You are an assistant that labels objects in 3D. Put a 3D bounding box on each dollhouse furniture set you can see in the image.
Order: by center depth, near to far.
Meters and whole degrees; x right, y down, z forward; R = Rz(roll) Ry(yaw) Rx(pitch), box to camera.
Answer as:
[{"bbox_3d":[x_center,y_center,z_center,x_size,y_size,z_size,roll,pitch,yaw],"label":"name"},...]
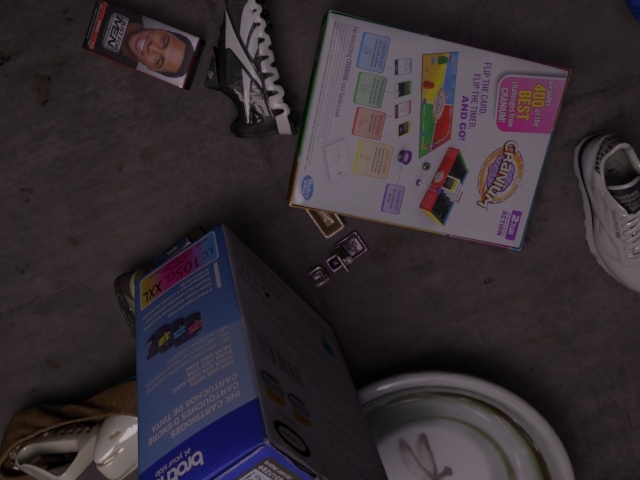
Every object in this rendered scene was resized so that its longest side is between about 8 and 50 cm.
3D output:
[{"bbox_3d":[0.000,0.000,0.836,0.091,0.081,0.114,-34,98,7],"label":"dollhouse furniture set"}]

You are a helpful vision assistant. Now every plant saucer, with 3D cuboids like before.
[{"bbox_3d":[0.154,0.363,0.891,0.399,0.100,0.401,0,100,1],"label":"plant saucer"}]

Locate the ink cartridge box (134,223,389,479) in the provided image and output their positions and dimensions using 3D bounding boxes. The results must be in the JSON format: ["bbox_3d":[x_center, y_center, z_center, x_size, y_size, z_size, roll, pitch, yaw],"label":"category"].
[{"bbox_3d":[-0.060,0.202,0.679,0.151,0.396,0.270,-36,127,8],"label":"ink cartridge box"}]

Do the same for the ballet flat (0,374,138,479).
[{"bbox_3d":[-0.304,0.268,0.835,0.342,0.124,0.116,-14,122,17],"label":"ballet flat"}]

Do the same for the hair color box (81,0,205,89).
[{"bbox_3d":[-0.232,-0.258,0.814,0.141,0.043,0.072,21,100,-3],"label":"hair color box"}]

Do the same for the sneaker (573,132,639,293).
[{"bbox_3d":[0.404,-0.029,0.815,0.090,0.095,0.235,-26,100,4],"label":"sneaker"}]

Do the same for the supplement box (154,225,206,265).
[{"bbox_3d":[-0.170,0.034,0.846,0.056,0.083,0.083,-36,97,8],"label":"supplement box"}]

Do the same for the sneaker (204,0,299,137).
[{"bbox_3d":[-0.107,-0.239,0.796,0.106,0.078,0.235,-15,102,2],"label":"sneaker"}]

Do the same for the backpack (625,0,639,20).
[{"bbox_3d":[0.443,-0.319,0.757,0.120,0.098,0.101,-34,102,6],"label":"backpack"}]

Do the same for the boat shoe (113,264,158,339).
[{"bbox_3d":[-0.222,0.136,0.876,0.073,0.080,0.224,-6,116,32],"label":"boat shoe"}]

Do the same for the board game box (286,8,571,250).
[{"bbox_3d":[0.134,-0.134,0.795,0.316,0.064,0.243,11,101,-9],"label":"board game box"}]
